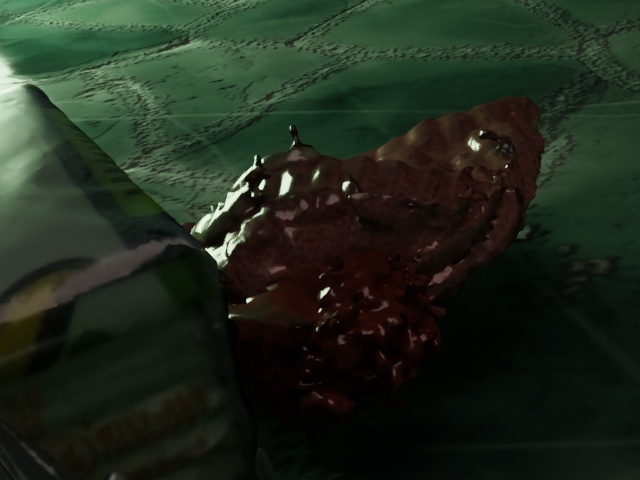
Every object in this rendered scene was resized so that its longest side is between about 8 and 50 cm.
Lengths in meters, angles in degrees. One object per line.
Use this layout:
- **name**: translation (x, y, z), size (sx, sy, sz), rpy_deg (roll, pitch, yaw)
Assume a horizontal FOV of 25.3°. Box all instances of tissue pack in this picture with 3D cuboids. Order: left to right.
- **tissue pack**: translation (-0.201, 0.069, 0.523), size (0.311, 0.128, 0.228), rpy_deg (-23, 28, -17)

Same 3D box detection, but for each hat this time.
- **hat**: translation (0.000, 0.000, 0.669), size (0.236, 0.107, 0.286), rpy_deg (-22, 16, 9)

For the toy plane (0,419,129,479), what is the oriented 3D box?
- **toy plane**: translation (-0.082, 0.150, 0.341), size (0.226, 0.058, 0.226), rpy_deg (29, 48, -18)
